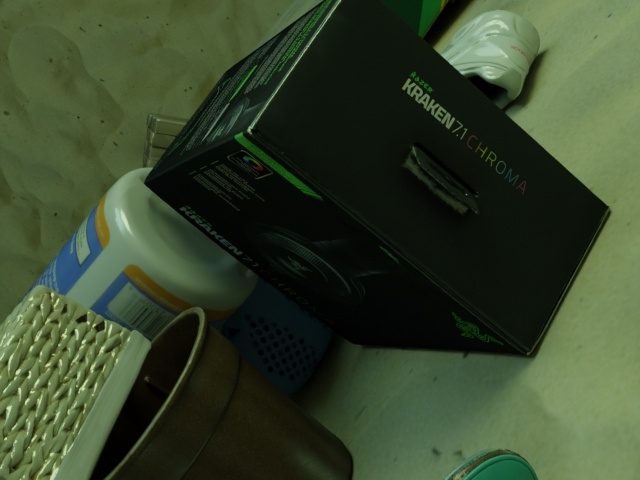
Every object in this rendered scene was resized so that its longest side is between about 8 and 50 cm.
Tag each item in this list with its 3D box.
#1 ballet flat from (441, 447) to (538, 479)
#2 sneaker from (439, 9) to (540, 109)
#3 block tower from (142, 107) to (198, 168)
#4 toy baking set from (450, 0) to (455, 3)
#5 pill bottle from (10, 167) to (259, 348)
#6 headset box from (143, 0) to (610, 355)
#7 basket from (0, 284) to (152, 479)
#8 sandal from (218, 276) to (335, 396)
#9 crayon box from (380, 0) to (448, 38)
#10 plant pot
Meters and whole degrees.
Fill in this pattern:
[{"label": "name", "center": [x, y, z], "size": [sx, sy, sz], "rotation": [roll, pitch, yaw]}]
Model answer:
[{"label": "ballet flat", "center": [0.058, 0.196, 0.514], "size": [0.188, 0.070, 0.070], "rotation": [-57, 17, -26]}, {"label": "sneaker", "center": [0.116, -0.133, 0.983], "size": [0.232, 0.090, 0.115], "rotation": [-37, 26, 43]}, {"label": "block tower", "center": [-0.194, -0.005, 1.254], "size": [0.091, 0.097, 0.335], "rotation": [-138, 57, -70]}, {"label": "toy baking set", "center": [0.200, -0.398, 1.403], "size": [0.197, 0.030, 0.256], "rotation": [-65, 15, -20]}, {"label": "pill bottle", "center": [-0.191, 0.075, 0.886], "size": [0.272, 0.152, 0.152], "rotation": [-45, 18, 28]}, {"label": "headset box", "center": [0.032, -0.035, 0.728], "size": [0.131, 0.246, 0.283], "rotation": [-57, 18, -17]}, {"label": "basket", "center": [-0.217, 0.130, 0.719], "size": [0.113, 0.103, 0.167], "rotation": [-40, 22, 39]}, {"label": "sandal", "center": [0.000, 0.000, 0.936], "size": [0.138, 0.126, 0.317], "rotation": [-14, 50, 52]}, {"label": "crayon box", "center": [0.102, -0.377, 1.413], "size": [0.313, 0.106, 0.363], "rotation": [-56, 14, 17]}, {"label": "plant pot", "center": [-0.076, 0.165, 0.745], "size": [0.167, 0.165, 0.167], "rotation": [-46, 19, 21]}]
